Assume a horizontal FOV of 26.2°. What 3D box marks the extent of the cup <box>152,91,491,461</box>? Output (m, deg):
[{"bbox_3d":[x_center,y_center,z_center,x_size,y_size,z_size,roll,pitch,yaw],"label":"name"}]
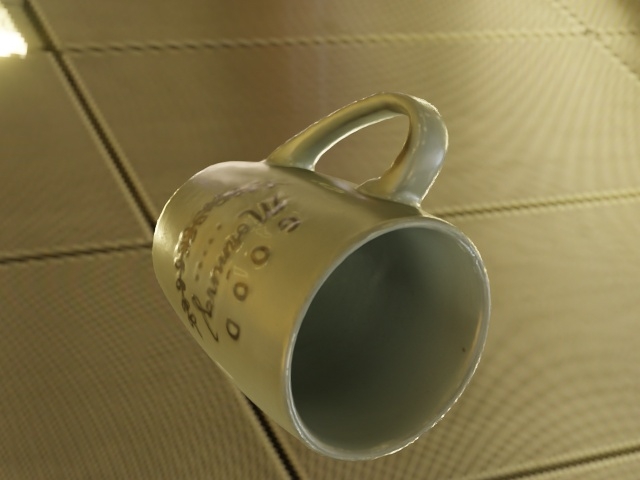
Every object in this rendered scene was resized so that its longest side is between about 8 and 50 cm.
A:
[{"bbox_3d":[0.000,0.000,1.047,0.186,0.258,0.234,17,-170,-42],"label":"cup"}]
